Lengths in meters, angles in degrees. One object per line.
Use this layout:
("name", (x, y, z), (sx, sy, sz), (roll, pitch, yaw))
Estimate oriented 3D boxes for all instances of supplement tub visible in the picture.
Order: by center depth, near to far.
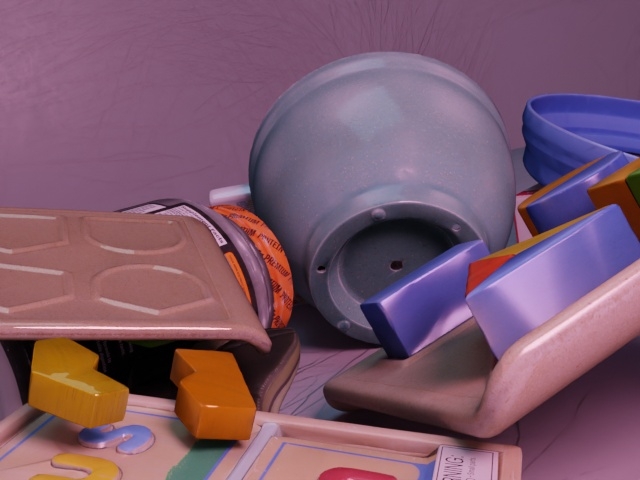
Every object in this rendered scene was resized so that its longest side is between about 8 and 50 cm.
("supplement tub", (-0.179, 0.073, 0.771), (0.194, 0.193, 0.316), (-3, 10, 39))

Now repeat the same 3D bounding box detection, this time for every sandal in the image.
("sandal", (-0.073, 0.143, 0.591), (0.120, 0.086, 0.303), (-5, 24, 3))

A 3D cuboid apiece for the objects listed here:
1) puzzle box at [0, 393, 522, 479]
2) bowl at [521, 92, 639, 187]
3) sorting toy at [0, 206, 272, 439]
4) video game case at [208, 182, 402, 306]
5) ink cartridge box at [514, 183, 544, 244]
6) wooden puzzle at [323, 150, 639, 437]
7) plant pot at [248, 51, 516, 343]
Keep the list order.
("puzzle box", (-0.076, 0.162, 0.296), (0.272, 0.052, 0.409), (4, 14, 12))
("bowl", (0.416, -0.080, 0.996), (0.391, 0.077, 0.391), (9, 21, -3))
("sorting toy", (-0.150, 0.040, 0.551), (0.229, 0.041, 0.307), (7, 18, -20))
("video game case", (0.000, 0.000, 1.077), (0.227, 0.206, 0.026), (-10, 45, 4))
("ink cartridge box", (0.286, -0.015, 1.043), (0.063, 0.109, 0.150), (-5, 10, 35))
("wooden puzzle", (0.162, 0.010, 0.603), (0.322, 0.080, 0.348), (-31, -2, -16))
("plant pot", (0.071, -0.019, 0.913), (0.293, 0.293, 0.196), (-10, 36, 4))
